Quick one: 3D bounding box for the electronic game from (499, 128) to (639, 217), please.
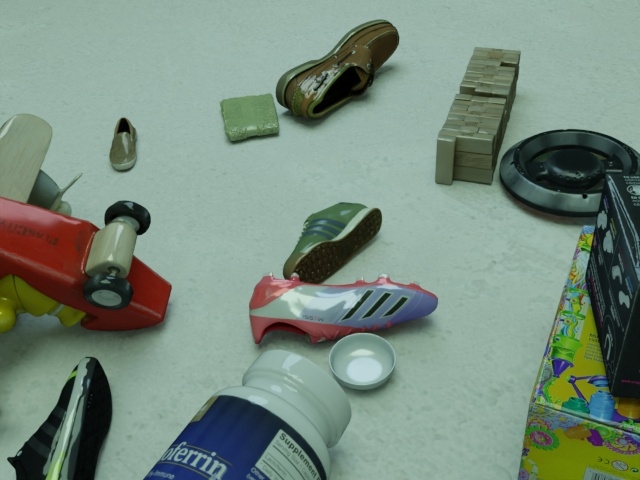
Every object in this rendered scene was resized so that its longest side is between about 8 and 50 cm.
[{"bbox_3d":[0.405,-0.112,1.143,0.229,0.048,0.229,-5,40,4],"label":"electronic game"}]

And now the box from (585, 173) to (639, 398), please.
[{"bbox_3d":[0.377,0.042,0.620,0.247,0.142,0.163,2,38,9],"label":"box"}]

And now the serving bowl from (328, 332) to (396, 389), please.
[{"bbox_3d":[0.053,0.155,0.887,0.083,0.027,0.083,-4,40,3],"label":"serving bowl"}]

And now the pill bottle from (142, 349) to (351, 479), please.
[{"bbox_3d":[-0.083,0.242,0.705,0.153,0.153,0.265,17,44,25],"label":"pill bottle"}]

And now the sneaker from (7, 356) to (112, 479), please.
[{"bbox_3d":[-0.305,0.228,0.802,0.097,0.084,0.235,-5,40,3],"label":"sneaker"}]

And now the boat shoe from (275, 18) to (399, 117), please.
[{"bbox_3d":[0.060,-0.330,1.412,0.307,0.111,0.104,-39,53,-20],"label":"boat shoe"}]

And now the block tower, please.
[{"bbox_3d":[0.285,-0.226,1.261,0.097,0.091,0.335,10,43,19],"label":"block tower"}]

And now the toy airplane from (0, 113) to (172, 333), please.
[{"bbox_3d":[-0.438,0.024,0.920,0.386,0.272,0.384,-28,75,-42],"label":"toy airplane"}]

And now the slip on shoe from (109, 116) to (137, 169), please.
[{"bbox_3d":[-0.368,-0.182,1.328,0.051,0.041,0.135,-5,40,1],"label":"slip on shoe"}]

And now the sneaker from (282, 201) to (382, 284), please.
[{"bbox_3d":[0.000,0.000,1.057,0.086,0.064,0.192,23,47,40],"label":"sneaker"}]

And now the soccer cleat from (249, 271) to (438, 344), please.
[{"bbox_3d":[0.029,0.096,0.936,0.248,0.083,0.095,3,70,3],"label":"soccer cleat"}]

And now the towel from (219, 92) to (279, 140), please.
[{"bbox_3d":[-0.137,-0.242,1.382,0.110,0.027,0.148,-10,39,-7],"label":"towel"}]

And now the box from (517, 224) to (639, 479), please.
[{"bbox_3d":[0.381,0.158,0.727,0.290,0.177,0.279,14,44,23],"label":"box"}]
